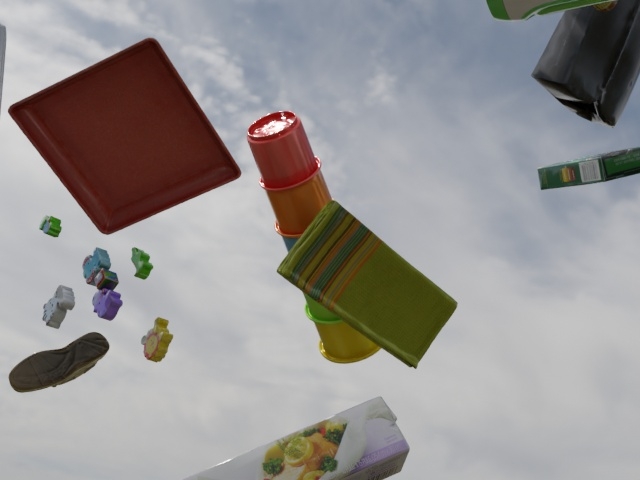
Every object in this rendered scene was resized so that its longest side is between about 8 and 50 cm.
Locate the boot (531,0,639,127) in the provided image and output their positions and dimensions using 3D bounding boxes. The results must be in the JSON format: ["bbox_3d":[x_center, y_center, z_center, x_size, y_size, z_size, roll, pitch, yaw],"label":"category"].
[{"bbox_3d":[0.622,-0.413,1.781,0.367,0.445,0.146,25,-4,-25],"label":"boot"}]

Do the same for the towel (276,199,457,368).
[{"bbox_3d":[0.062,0.056,1.095,0.237,0.102,0.021,38,-2,-33],"label":"towel"}]

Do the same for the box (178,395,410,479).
[{"bbox_3d":[-0.073,0.238,0.876,0.324,0.063,0.067,-20,-31,-17],"label":"box"}]

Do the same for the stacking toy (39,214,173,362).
[{"bbox_3d":[-0.300,0.062,1.304,0.167,0.221,0.052,25,-66,-36],"label":"stacking toy"}]

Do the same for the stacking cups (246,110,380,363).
[{"bbox_3d":[0.000,0.000,1.115,0.096,0.096,0.316,0,-52,27],"label":"stacking cups"}]

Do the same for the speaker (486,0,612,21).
[{"bbox_3d":[0.357,-0.359,1.197,0.297,0.131,0.131,-7,-25,24],"label":"speaker"}]

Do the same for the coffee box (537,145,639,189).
[{"bbox_3d":[0.419,-0.110,1.436,0.113,0.040,0.184,-13,2,-15],"label":"coffee box"}]

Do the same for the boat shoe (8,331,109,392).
[{"bbox_3d":[-0.323,0.159,1.179,0.135,0.050,0.045,-20,-26,-41],"label":"boat shoe"}]

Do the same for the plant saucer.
[{"bbox_3d":[-0.289,-0.158,1.442,0.259,0.047,0.258,-23,-58,15],"label":"plant saucer"}]

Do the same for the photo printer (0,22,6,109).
[{"bbox_3d":[-0.536,-0.142,1.327,0.107,0.307,0.256,11,-16,-40],"label":"photo printer"}]

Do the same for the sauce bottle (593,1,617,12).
[{"bbox_3d":[0.427,-0.415,1.535,0.128,0.042,0.042,27,-25,-34],"label":"sauce bottle"}]
